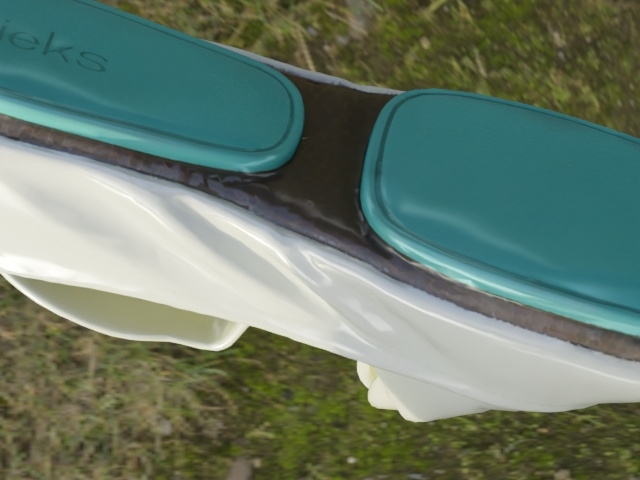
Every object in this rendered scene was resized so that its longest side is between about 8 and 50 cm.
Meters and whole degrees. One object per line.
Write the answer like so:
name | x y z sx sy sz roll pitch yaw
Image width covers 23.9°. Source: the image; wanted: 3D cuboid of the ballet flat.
ballet flat | 0.000 0.000 0.606 0.400 0.139 0.139 16 88 1
